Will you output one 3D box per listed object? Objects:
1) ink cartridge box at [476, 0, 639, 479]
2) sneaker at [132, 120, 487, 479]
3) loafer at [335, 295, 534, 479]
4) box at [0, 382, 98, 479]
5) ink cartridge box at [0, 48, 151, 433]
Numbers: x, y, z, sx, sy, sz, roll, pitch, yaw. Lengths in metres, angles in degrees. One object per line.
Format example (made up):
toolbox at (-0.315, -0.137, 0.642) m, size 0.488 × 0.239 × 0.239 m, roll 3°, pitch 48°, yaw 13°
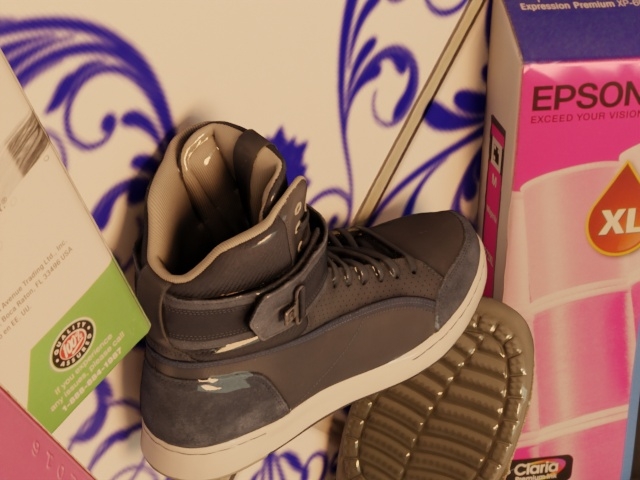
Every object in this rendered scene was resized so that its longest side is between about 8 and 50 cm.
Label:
ink cartridge box at (0.182, -0.026, 1.107) m, size 0.175 × 0.069 × 0.371 m, roll -5°, pitch 116°, yaw -12°
sneaker at (0.001, 0.001, 0.947) m, size 0.226 × 0.086 × 0.163 m, roll -33°, pitch 135°, yaw -34°
loafer at (0.055, 0.140, 1.104) m, size 0.251 × 0.094 × 0.087 m, roll -67°, pitch 169°, yaw 18°
box at (-0.212, 0.097, 0.592) m, size 0.213 × 0.243 × 0.117 m, roll 57°, pitch 37°, yaw -49°
ink cartridge box at (-0.178, 0.005, 0.724) m, size 0.160 × 0.092 × 0.219 m, roll -47°, pitch 139°, yaw -23°
